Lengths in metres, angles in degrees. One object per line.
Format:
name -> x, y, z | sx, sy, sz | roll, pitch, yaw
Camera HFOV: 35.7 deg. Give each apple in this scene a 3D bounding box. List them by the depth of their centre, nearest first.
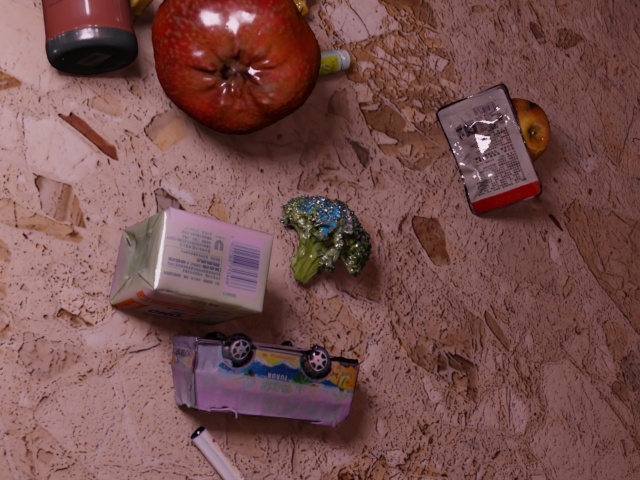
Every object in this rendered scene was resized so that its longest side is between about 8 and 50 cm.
apple -> 0.410, -0.228, 2.072 | 0.147, 0.146, 0.146 | 9, 73, -32

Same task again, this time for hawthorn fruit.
hawthorn fruit -> -0.152, -0.322, 1.645 | 0.275, 0.299, 0.275 | -16, 127, -23

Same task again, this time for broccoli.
broccoli -> 0.000, 0.000, 1.755 | 0.167, 0.154, 0.160 | 33, 102, -23

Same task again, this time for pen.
pen -> -0.121, 0.411, 1.617 | 0.033, 0.033, 0.269 | -43, 102, -33

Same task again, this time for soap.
soap -> -0.203, 0.046, 1.563 | 0.199, 0.182, 0.138 | 15, 72, -30

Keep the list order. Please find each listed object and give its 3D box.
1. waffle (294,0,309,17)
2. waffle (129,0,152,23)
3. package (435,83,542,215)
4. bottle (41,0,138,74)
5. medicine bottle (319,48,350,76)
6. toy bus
waffle -> -0.122, -0.515, 1.837 | 0.249, 0.056, 0.253 | 7, 73, -32
waffle -> -0.297, -0.435, 1.617 | 0.032, 0.191, 0.125 | -6, 81, -31
package -> 0.340, -0.181, 2.012 | 0.239, 0.154, 0.030 | 71, 18, 1
bottle -> -0.383, -0.445, 1.591 | 0.144, 0.144, 0.336 | -3, 80, -34
medicine bottle -> 0.013, -0.337, 1.885 | 0.083, 0.047, 0.047 | -16, 87, -35
toy bus -> -0.094, 0.227, 1.642 | 0.317, 0.112, 0.137 | 11, 83, -30
